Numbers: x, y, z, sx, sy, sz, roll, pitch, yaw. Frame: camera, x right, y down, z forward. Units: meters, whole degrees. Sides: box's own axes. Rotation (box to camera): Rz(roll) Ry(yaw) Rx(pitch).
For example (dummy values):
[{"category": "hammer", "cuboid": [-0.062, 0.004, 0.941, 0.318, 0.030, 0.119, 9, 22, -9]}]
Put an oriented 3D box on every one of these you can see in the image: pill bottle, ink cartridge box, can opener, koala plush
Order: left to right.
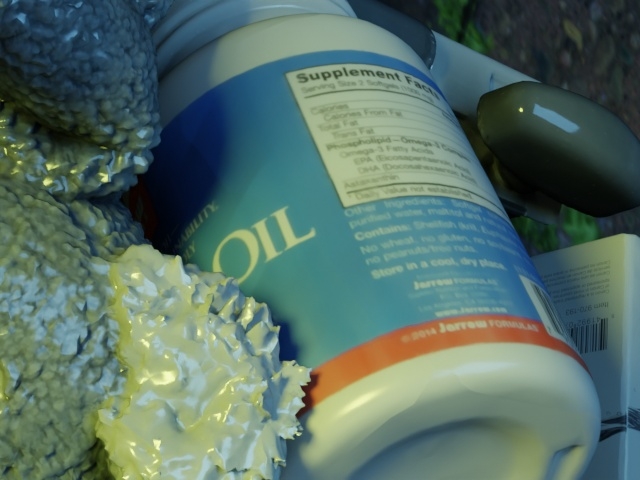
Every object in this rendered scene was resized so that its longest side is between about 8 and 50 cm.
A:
[{"category": "koala plush", "cuboid": [-0.105, -0.006, 0.580, 0.203, 0.196, 0.221, -17, 86, -60]}, {"category": "pill bottle", "cuboid": [0.000, 0.000, 0.666, 0.124, 0.124, 0.221, 21, 33, -43]}, {"category": "can opener", "cuboid": [0.035, -0.074, 0.837, 0.280, 0.093, 0.074, 18, 65, -39]}, {"category": "ink cartridge box", "cuboid": [0.103, 0.085, 0.835, 0.063, 0.109, 0.150, 32, 55, -42]}]
